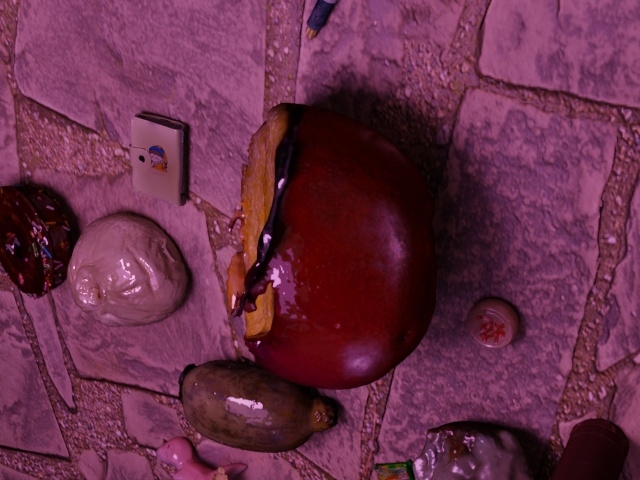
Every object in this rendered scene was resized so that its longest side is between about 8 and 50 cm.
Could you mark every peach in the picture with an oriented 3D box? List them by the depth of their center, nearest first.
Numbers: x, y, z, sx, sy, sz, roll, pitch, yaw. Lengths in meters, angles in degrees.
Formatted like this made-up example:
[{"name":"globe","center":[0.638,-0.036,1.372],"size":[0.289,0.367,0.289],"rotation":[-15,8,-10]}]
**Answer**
[{"name":"peach","center":[0.000,0.000,1.472],"size":[0.416,0.353,0.339],"rotation":[62,172,-20]}]

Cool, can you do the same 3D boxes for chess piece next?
[{"name":"chess piece","center":[0.274,0.132,1.563],"size":[0.084,0.038,0.083],"rotation":[14,123,22]}]

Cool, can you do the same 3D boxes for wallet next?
[{"name":"wallet","center":[-0.285,-0.144,1.739],"size":[0.110,0.039,0.155],"rotation":[17,124,18]}]

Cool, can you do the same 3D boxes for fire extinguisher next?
[{"name":"fire extinguisher","center":[0.395,0.382,1.482],"size":[0.105,0.269,0.104],"rotation":[14,122,24]}]

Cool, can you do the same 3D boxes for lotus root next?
[{"name":"lotus root","center":[-0.121,0.307,1.828],"size":[0.309,0.173,0.173],"rotation":[9,120,19]}]

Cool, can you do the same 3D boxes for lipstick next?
[{"name":"lipstick","center":[0.002,-0.345,1.460],"size":[0.037,0.037,0.116],"rotation":[40,133,6]}]

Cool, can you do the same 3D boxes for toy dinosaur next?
[{"name":"toy dinosaur","center":[-0.241,0.494,2.043],"size":[0.194,0.152,0.177],"rotation":[-13,70,26]}]

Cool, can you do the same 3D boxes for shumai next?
[{"name":"shumai","center":[0.243,0.436,1.606],"size":[0.309,0.304,0.263],"rotation":[-9,100,28]}]

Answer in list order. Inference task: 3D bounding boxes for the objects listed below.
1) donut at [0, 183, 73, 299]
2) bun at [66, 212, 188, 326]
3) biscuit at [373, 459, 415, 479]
[{"name":"donut","center":[-0.565,-0.002,1.927],"size":[0.235,0.089,0.235],"rotation":[21,121,39]},{"name":"bun","center":[-0.370,0.074,1.844],"size":[0.244,0.153,0.243],"rotation":[15,127,21]},{"name":"biscuit","center":[0.138,0.430,1.825],"size":[0.089,0.016,0.046],"rotation":[-13,109,35]}]
